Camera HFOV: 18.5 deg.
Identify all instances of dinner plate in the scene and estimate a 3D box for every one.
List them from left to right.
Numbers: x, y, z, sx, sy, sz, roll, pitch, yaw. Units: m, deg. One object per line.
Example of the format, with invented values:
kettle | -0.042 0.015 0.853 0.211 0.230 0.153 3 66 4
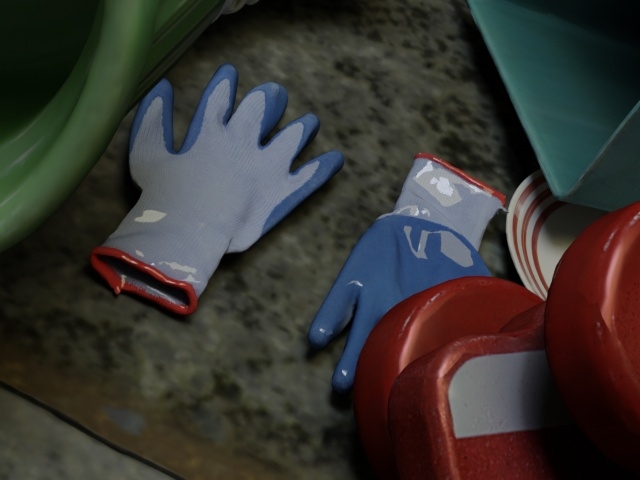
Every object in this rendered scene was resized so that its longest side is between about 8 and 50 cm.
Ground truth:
dinner plate | 0.148 0.018 0.920 0.141 0.017 0.141 16 45 -16

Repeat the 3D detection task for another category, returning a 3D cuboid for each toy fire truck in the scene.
toy fire truck | 0.161 0.122 0.750 0.302 0.169 0.254 -2 77 -31

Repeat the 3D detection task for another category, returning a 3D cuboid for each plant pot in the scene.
plant pot | 0.228 -0.099 0.961 0.234 0.165 0.165 17 36 -29

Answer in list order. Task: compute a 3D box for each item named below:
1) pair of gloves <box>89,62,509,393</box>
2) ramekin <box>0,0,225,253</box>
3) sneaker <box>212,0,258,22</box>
pair of gloves | 0.000 0.000 0.853 0.198 0.023 0.159 28 45 -1
ramekin | -0.165 -0.149 0.709 0.303 0.303 0.148 35 36 6
sneaker | -0.059 -0.128 0.905 0.232 0.090 0.115 -3 58 -19
